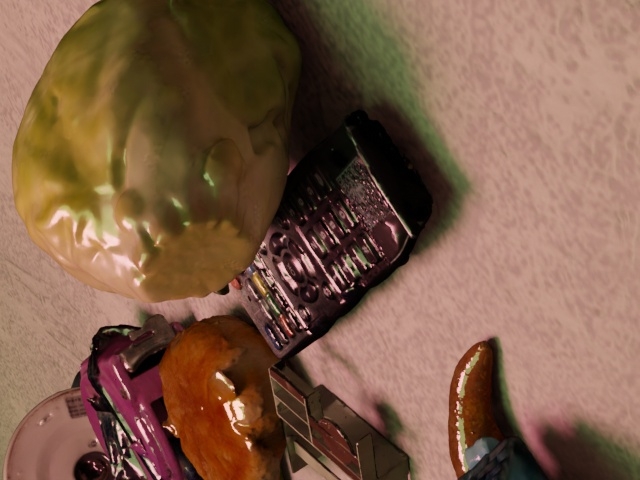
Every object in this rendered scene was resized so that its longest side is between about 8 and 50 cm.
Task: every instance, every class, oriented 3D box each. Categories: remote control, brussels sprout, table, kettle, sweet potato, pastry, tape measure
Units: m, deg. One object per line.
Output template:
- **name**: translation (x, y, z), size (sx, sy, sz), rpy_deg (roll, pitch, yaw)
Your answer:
- **remote control**: translation (0.000, 0.000, 1.323), size (0.144, 0.062, 0.399), rpy_deg (58, 155, 6)
- **brussels sprout**: translation (-0.136, -0.076, 1.249), size (0.274, 0.243, 0.316), rpy_deg (-30, 50, 45)
- **table**: translation (0.022, 0.213, 1.497), size (0.146, 0.062, 0.175), rpy_deg (36, 146, 39)
- **kettle**: translation (-0.333, 0.346, 2.119), size (0.342, 0.247, 0.319), rpy_deg (108, 159, -65)
- **sweet potato**: translation (0.153, 0.204, 1.268), size (0.078, 0.058, 0.255), rpy_deg (-6, 110, 44)
- **pastry**: translation (-0.106, 0.187, 1.634), size (0.229, 0.100, 0.218), rpy_deg (40, 139, 40)
- **tape measure**: translation (-0.217, 0.218, 1.826), size (0.245, 0.149, 0.231), rpy_deg (63, 153, -4)

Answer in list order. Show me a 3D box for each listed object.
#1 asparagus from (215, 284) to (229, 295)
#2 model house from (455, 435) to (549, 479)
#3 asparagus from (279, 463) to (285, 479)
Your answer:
- **asparagus**: translation (-0.130, 0.012, 1.607), size (0.021, 0.025, 0.108), rpy_deg (-13, 103, 42)
- **model house**: translation (0.130, 0.317, 1.206), size (0.261, 0.226, 0.241), rpy_deg (-45, 41, 38)
- **asparagus**: translation (-0.058, 0.367, 1.798), size (0.060, 0.067, 0.277), rpy_deg (-89, -10, -59)
